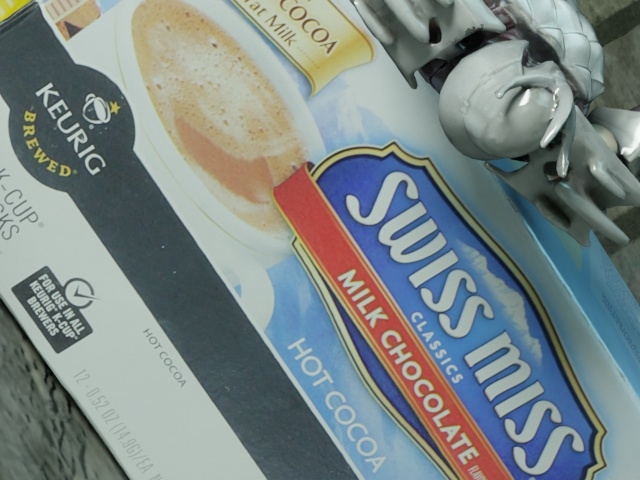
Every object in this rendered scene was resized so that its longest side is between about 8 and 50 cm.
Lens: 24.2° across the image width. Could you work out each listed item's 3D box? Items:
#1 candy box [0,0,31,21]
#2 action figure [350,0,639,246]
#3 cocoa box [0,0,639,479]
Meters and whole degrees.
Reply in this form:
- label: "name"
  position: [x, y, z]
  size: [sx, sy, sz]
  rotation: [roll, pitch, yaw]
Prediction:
- label: "candy box"
  position: [-0.232, -0.197, 0.798]
  size: [0.206, 0.027, 0.105]
  rotation: [53, 17, -19]
- label: "action figure"
  position: [0.083, -0.111, 0.625]
  size: [0.185, 0.099, 0.285]
  rotation: [56, 21, -26]
- label: "cocoa box"
  position: [0.000, 0.000, 0.757]
  size: [0.347, 0.228, 0.231]
  rotation: [56, 14, -8]
